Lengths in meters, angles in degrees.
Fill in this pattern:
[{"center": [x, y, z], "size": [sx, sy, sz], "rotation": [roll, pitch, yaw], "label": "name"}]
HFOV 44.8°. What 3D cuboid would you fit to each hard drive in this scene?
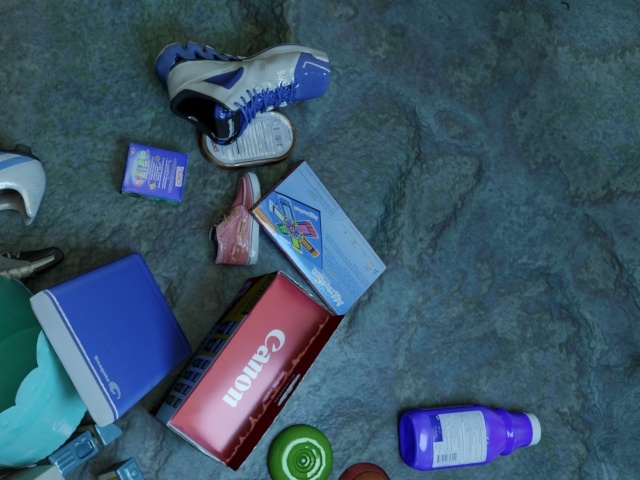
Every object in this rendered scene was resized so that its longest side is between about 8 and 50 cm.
[{"center": [-0.319, 0.142, 1.244], "size": [0.040, 0.318, 0.210], "rotation": [-27, 93, 13], "label": "hard drive"}]

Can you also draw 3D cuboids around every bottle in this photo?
[{"center": [0.297, 0.383, 1.534], "size": [0.283, 0.092, 0.118], "rotation": [-1, 85, -19], "label": "bottle"}]

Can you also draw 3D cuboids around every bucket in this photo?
[{"center": [-0.497, 0.206, 1.177], "size": [0.281, 0.183, 0.281], "rotation": [-7, 60, 13], "label": "bucket"}]

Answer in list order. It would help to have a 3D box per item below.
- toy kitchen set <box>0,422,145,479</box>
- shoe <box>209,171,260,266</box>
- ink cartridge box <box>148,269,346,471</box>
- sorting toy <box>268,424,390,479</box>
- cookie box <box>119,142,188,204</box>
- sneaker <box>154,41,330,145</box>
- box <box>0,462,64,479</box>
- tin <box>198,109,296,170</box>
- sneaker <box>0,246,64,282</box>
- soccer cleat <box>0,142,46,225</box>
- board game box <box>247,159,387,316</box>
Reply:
[{"center": [-0.373, 0.399, 1.234], "size": [0.207, 0.122, 0.166], "rotation": [-33, 101, -49], "label": "toy kitchen set"}, {"center": [-0.160, -0.041, 1.440], "size": [0.081, 0.063, 0.178], "rotation": [2, 87, -25], "label": "shoe"}, {"center": [-0.128, 0.210, 1.310], "size": [0.130, 0.272, 0.309], "rotation": [39, 71, -12], "label": "ink cartridge box"}, {"center": [0.001, 0.418, 1.411], "size": [0.365, 0.126, 0.127], "rotation": [33, 74, -14], "label": "sorting toy"}, {"center": [-0.302, -0.120, 1.413], "size": [0.107, 0.040, 0.092], "rotation": [11, 80, -17], "label": "cookie box"}, {"center": [-0.137, -0.255, 1.410], "size": [0.315, 0.127, 0.182], "rotation": [-2, 55, -13], "label": "sneaker"}, {"center": [-0.510, 0.469, 1.195], "size": [0.270, 0.060, 0.216], "rotation": [-16, 90, -50], "label": "box"}, {"center": [-0.137, -0.194, 1.483], "size": [0.189, 0.040, 0.106], "rotation": [-10, 83, -20], "label": "tin"}, {"center": [-0.555, 0.023, 1.287], "size": [0.228, 0.086, 0.132], "rotation": [-23, 89, -19], "label": "sneaker"}, {"center": [-0.618, -0.090, 1.252], "size": [0.331, 0.116, 0.143], "rotation": [1, 69, -21], "label": "soccer cleat"}, {"center": [0.000, 0.000, 1.478], "size": [0.145, 0.027, 0.281], "rotation": [-46, 113, -19], "label": "board game box"}]
